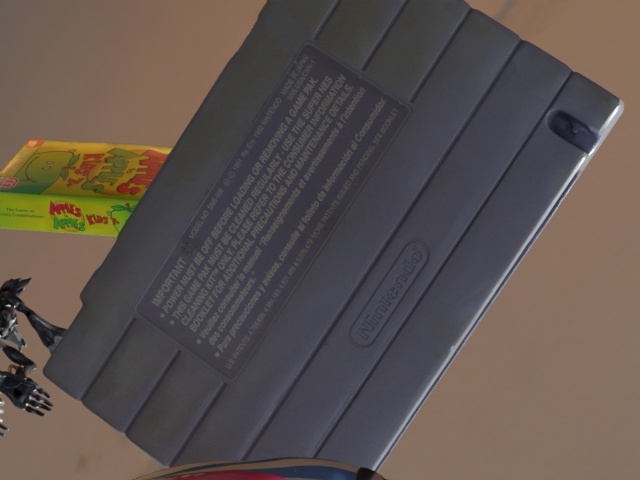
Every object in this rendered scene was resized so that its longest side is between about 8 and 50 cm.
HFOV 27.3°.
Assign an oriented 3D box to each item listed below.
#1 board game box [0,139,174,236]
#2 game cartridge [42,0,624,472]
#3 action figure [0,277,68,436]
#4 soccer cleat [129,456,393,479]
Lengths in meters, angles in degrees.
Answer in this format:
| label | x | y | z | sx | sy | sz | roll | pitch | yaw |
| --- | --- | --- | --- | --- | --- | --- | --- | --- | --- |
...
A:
| label | x | y | z | sx | sy | sz | roll | pitch | yaw |
| --- | --- | --- | --- | --- | --- | --- | --- | --- | --- |
| board game box | -0.202 | -0.048 | 1.203 | 0.181 | 0.043 | 0.092 | 4 | -144 | 18 |
| game cartridge | 0.000 | 0.000 | 0.850 | 0.230 | 0.068 | 0.355 | 35 | -84 | 15 |
| action figure | -0.408 | 0.156 | 1.695 | 0.164 | 0.141 | 0.276 | -36 | -153 | 6 |
| soccer cleat | -0.045 | 0.129 | 0.410 | 0.143 | 0.331 | 0.116 | -5 | -98 | 9 |
